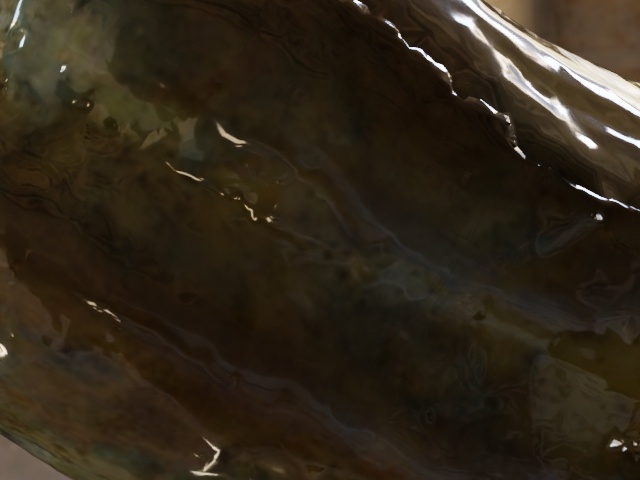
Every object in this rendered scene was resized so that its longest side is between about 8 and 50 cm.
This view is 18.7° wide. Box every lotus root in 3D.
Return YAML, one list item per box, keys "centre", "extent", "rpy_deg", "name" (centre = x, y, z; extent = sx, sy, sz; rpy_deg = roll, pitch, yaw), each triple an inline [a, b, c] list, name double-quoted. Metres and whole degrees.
- centre: [0.000, 0.000, 0.482]
  extent: [0.274, 0.152, 0.160]
  rpy_deg: [30, 16, -14]
  name: "lotus root"
